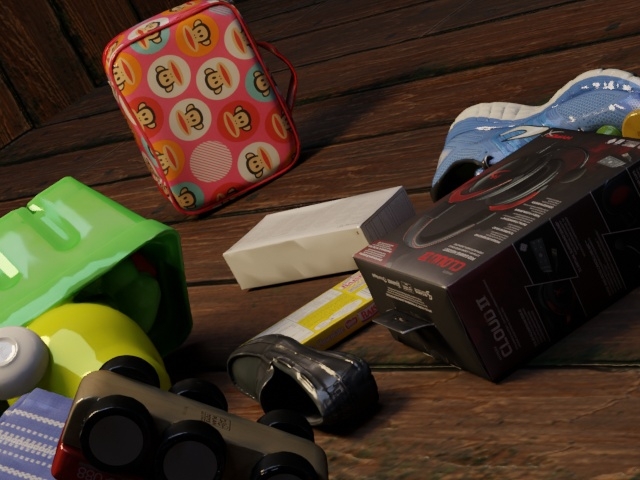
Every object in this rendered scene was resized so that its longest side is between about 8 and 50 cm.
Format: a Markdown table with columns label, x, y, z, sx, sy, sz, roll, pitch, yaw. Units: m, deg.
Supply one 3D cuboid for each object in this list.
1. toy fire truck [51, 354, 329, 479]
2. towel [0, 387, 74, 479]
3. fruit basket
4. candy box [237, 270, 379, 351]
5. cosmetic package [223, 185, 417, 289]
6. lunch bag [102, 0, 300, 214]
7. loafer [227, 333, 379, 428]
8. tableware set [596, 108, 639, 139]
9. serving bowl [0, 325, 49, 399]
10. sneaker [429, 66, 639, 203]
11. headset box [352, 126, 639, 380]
| label | x | y | z | sx | sy | sz | roll | pitch | yaw |
| --- | --- | --- | --- | --- | --- | --- | --- | --- | --- |
| toy fire truck | -0.129 | 0.252 | 1.400 | 0.158 | 0.217 | 0.246 | -98 | 29 | -72 |
| towel | -0.247 | 0.268 | 1.547 | 0.243 | 0.040 | 0.336 | 12 | 39 | 22 |
| fruit basket | -0.279 | 0.145 | 1.882 | 0.392 | 0.283 | 0.392 | -1 | 55 | 1 |
| candy box | 0.014 | 0.082 | 1.875 | 0.206 | 0.027 | 0.105 | -32 | 15 | -14 |
| cosmetic package | 0.000 | 0.000 | 2.081 | 0.239 | 0.060 | 0.099 | -11 | 22 | 45 |
| lunch bag | -0.159 | -0.210 | 2.547 | 0.258 | 0.293 | 0.120 | -26 | 18 | -8 |
| loafer | -0.033 | 0.141 | 1.692 | 0.078 | 0.076 | 0.223 | -29 | 19 | -30 |
| tableware set | 0.346 | -0.087 | 1.728 | 0.154 | 0.104 | 0.024 | -18 | 2 | 45 |
| serving bowl | -0.318 | 0.119 | 1.735 | 0.083 | 0.027 | 0.083 | -6 | 55 | 9 |
| sneaker | 0.253 | -0.084 | 1.878 | 0.330 | 0.130 | 0.147 | -15 | 35 | 47 |
| headset box | 0.186 | 0.014 | 1.666 | 0.293 | 0.110 | 0.218 | -32 | 18 | -15 |
